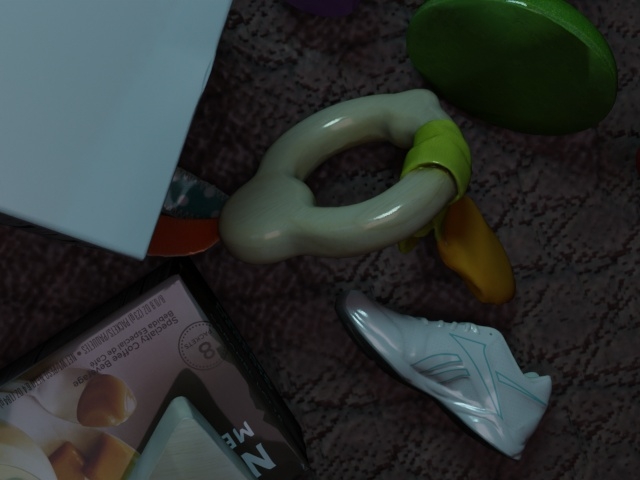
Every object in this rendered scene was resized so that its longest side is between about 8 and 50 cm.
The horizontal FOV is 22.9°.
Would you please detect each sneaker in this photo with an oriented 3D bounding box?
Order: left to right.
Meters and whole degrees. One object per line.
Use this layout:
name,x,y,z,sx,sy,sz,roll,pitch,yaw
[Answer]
sneaker,0.076,0.070,0.969,0.152,0.054,0.061,37,85,-12

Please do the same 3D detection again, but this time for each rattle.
rattle,0.000,0.000,0.948,0.200,0.143,0.130,-26,55,0

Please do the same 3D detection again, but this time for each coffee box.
coffee box,-0.146,0.134,0.939,0.246,0.098,0.141,-32,97,2

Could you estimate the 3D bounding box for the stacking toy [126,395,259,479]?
stacking toy,-0.076,0.264,0.872,0.279,0.130,0.309,-43,124,9

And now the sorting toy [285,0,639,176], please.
sorting toy,0.152,-0.135,0.937,0.365,0.127,0.126,26,66,-2

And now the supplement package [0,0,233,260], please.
supplement package,-0.200,-0.125,0.817,0.263,0.198,0.199,20,85,-18
